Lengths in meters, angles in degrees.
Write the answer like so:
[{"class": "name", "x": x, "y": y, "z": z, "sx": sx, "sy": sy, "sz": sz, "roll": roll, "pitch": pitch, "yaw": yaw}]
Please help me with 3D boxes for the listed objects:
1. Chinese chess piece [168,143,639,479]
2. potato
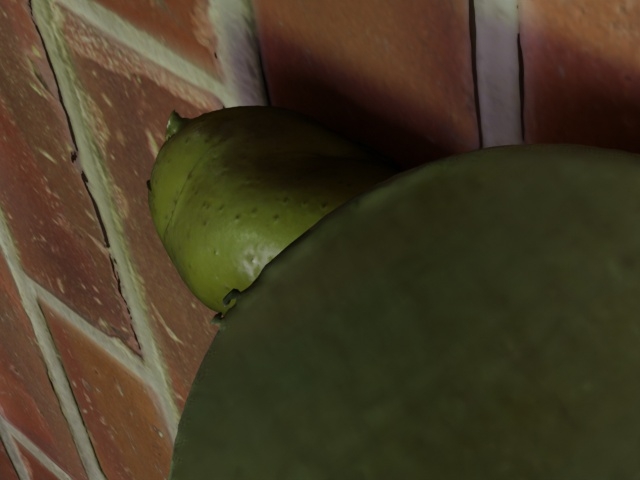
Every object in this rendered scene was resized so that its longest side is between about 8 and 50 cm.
[{"class": "Chinese chess piece", "x": 0.101, "y": 0.122, "z": 0.764, "sx": 0.349, "sy": 0.349, "sz": 0.146, "roll": 32, "pitch": 165, "yaw": 34}, {"class": "potato", "x": 0.000, "y": 0.000, "z": 1.010, "sx": 0.248, "sy": 0.143, "sz": 0.169, "roll": 23, "pitch": -179, "yaw": 37}]
